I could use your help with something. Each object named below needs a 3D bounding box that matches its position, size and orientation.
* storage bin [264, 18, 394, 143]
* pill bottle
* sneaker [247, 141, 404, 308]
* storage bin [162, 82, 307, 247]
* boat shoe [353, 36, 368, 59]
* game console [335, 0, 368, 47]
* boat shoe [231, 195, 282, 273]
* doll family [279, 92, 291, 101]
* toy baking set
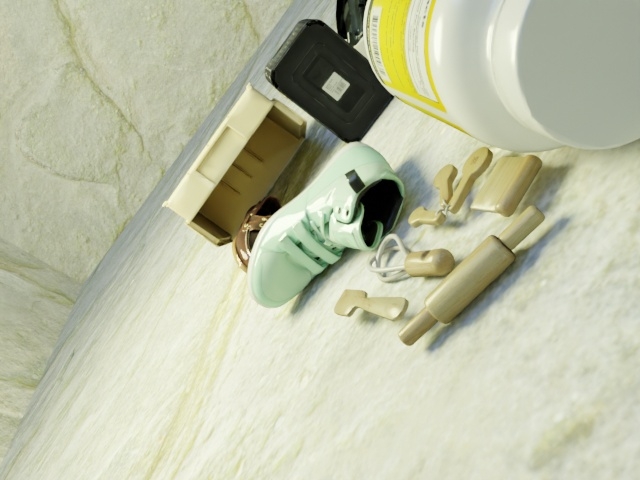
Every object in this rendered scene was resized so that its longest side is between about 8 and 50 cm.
[{"bbox_3d":[0.014,-0.254,1.018,0.122,0.180,0.084,-52,20,8],"label":"storage bin"},{"bbox_3d":[0.165,-0.185,0.571,0.188,0.187,0.334,-51,21,10],"label":"pill bottle"},{"bbox_3d":[0.000,-0.001,0.786,0.256,0.094,0.151,-53,23,9],"label":"sneaker"},{"bbox_3d":[-0.148,-0.132,1.173,0.262,0.123,0.260,-54,3,1],"label":"storage bin"},{"bbox_3d":[0.095,-0.353,1.170,0.063,0.066,0.184,124,170,-78],"label":"boat shoe"},{"bbox_3d":[0.070,-0.493,1.357,0.213,0.043,0.362,97,172,-50],"label":"game console"},{"bbox_3d":[-0.097,-0.014,1.045,0.073,0.073,0.207,-50,21,19],"label":"boat shoe"},{"bbox_3d":[-0.063,-0.412,1.597,0.111,0.076,0.193,-48,26,6],"label":"doll family"},{"bbox_3d":[0.110,0.012,0.619,0.256,0.030,0.197,-49,18,14],"label":"toy baking set"}]
